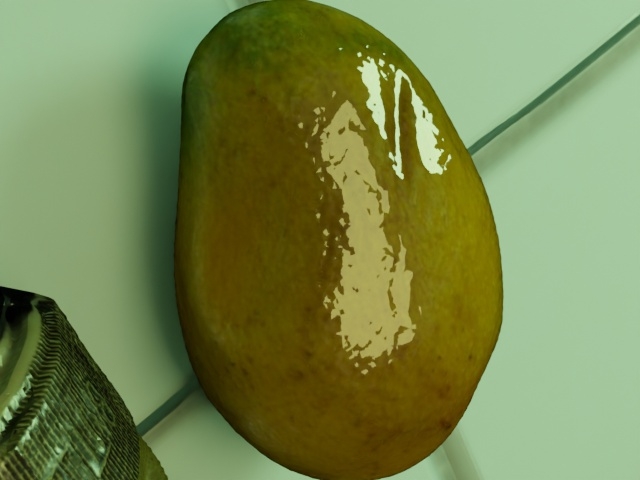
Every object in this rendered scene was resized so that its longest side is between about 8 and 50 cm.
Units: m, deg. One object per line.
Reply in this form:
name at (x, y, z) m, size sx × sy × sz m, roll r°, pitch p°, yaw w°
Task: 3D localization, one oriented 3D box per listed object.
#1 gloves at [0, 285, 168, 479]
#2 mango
gloves at (-0.048, 0.170, 0.610) m, size 0.141 × 0.154 × 0.331 m, roll -36°, pitch 112°, yaw -26°
mango at (0.006, 0.001, 0.660) m, size 0.115 × 0.089 × 0.165 m, roll -7°, pitch 100°, yaw -28°
